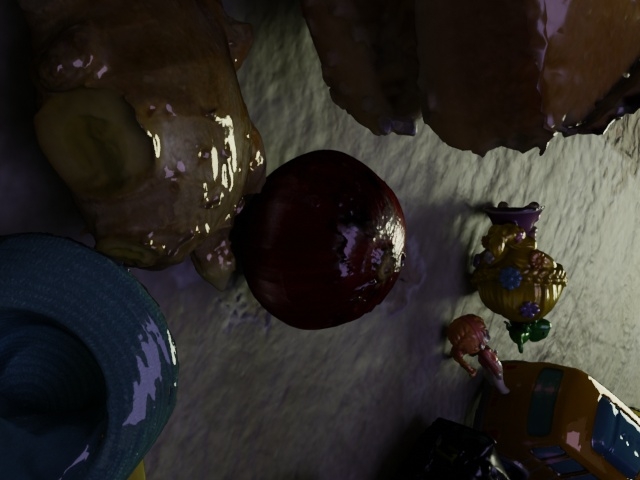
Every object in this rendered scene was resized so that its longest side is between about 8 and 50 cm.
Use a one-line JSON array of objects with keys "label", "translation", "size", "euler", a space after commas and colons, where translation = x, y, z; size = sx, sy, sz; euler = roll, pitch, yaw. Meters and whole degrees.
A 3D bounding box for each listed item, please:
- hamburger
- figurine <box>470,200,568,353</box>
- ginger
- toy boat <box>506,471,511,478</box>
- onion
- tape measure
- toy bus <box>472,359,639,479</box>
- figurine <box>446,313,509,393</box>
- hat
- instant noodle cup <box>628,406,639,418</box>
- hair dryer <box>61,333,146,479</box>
[{"label": "hamburger", "translation": [0.139, -0.286, 0.468], "size": [0.445, 0.268, 0.287], "euler": [-44, 130, -25]}, {"label": "figurine", "translation": [0.200, 0.043, 0.739], "size": [0.115, 0.095, 0.156], "euler": [-21, 111, -55]}, {"label": "ginger", "translation": [-0.092, -0.067, 0.401], "size": [0.157, 0.102, 0.216], "euler": [-54, 134, -61]}, {"label": "toy boat", "translation": [0.225, 0.333, 0.866], "size": [0.200, 0.057, 0.077], "euler": [-24, 121, -42]}, {"label": "onion", "translation": [0.000, 0.000, 0.504], "size": [0.131, 0.131, 0.131], "euler": [-14, 109, -44]}, {"label": "tape measure", "translation": [0.140, 0.298, 0.711], "size": [0.199, 0.112, 0.186], "euler": [45, 75, -31]}, {"label": "toy bus", "translation": [0.287, 0.226, 0.809], "size": [0.209, 0.136, 0.126], "euler": [39, 57, -22]}, {"label": "figurine", "translation": [0.169, 0.126, 0.758], "size": [0.047, 0.064, 0.109], "euler": [-38, 118, -8]}, {"label": "hat", "translation": [-0.160, 0.090, 0.370], "size": [0.138, 0.078, 0.191], "euler": [35, 79, -3]}, {"label": "instant noodle cup", "translation": [0.397, 0.312, 0.969], "size": [0.144, 0.182, 0.182], "euler": [-10, 106, -56]}, {"label": "hair dryer", "translation": [-0.117, 0.181, 0.454], "size": [0.135, 0.090, 0.278], "euler": [-13, 103, -44]}]
